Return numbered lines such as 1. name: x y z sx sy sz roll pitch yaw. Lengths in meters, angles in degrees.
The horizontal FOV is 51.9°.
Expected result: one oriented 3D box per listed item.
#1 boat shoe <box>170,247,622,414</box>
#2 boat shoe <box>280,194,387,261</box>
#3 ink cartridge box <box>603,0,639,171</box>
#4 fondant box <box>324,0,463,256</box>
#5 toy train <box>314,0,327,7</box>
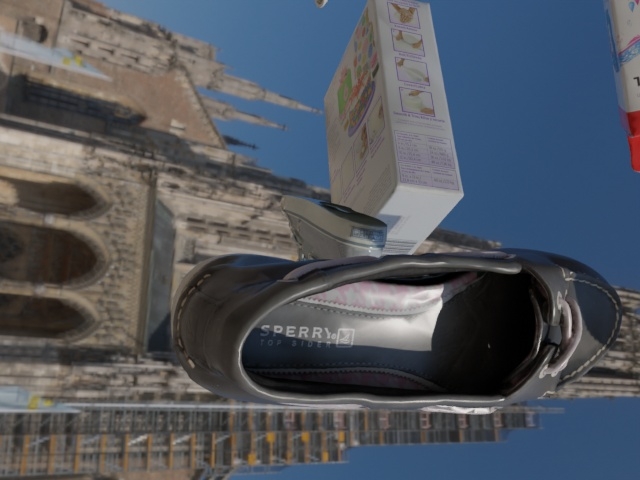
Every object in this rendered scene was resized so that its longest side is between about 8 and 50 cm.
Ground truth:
1. boat shoe: 0.080 0.060 0.404 0.095 0.335 0.112 -167 -99 -65
2. boat shoe: 0.001 0.000 0.703 0.227 0.079 0.081 -148 -110 -70
3. ink cartridge box: 0.335 -0.177 0.587 0.134 0.078 0.230 -10 -76 21
4. fondant box: 0.088 -0.146 0.941 0.238 0.096 0.330 121 -31 -57
5. toy train: 0.000 -0.229 0.419 0.166 0.046 0.125 149 -60 -72
